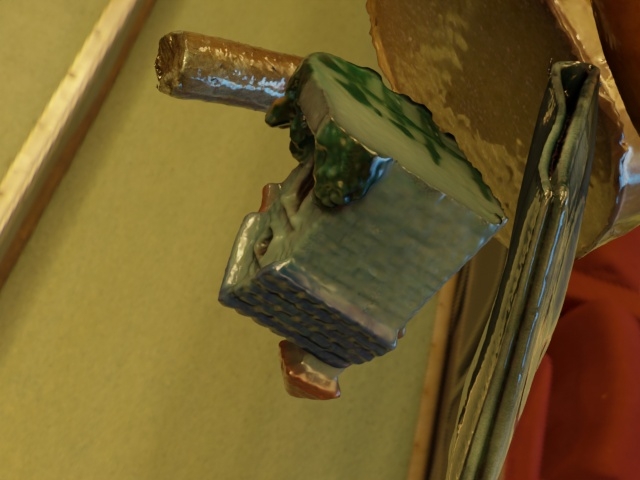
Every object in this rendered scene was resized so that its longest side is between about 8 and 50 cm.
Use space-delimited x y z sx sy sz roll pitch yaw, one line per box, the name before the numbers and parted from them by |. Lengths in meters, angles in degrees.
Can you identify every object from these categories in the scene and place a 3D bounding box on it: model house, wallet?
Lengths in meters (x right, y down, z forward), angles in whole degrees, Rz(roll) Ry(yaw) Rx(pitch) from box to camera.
model house | 0.000 0.000 1.242 0.251 0.329 0.295 25 22 -25
wallet | 0.154 0.019 0.826 0.054 0.251 0.290 14 26 14

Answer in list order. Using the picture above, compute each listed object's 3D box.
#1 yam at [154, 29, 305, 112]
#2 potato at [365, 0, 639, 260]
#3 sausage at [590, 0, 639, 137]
yam | -0.107 -0.216 1.476 0.259 0.093 0.093 3 52 -48
potato | 0.295 -0.230 1.295 0.319 0.385 0.442 -29 72 -23
sausage | 0.282 -0.103 0.831 0.109 0.109 0.271 -32 97 -43
